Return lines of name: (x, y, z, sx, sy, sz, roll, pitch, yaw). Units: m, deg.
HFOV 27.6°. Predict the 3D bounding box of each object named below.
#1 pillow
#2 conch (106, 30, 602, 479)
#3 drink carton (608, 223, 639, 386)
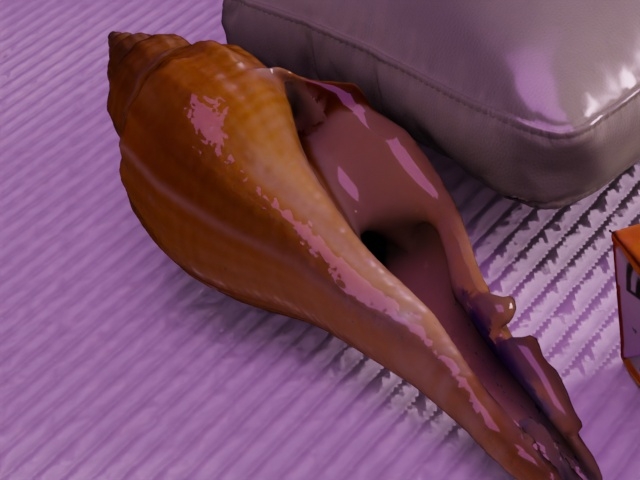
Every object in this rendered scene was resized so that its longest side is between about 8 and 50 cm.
pillow: (0.135, -0.150, 0.676, 0.322, 0.120, 0.255, -32, 44, -25)
conch: (-0.002, 0.004, 0.563, 0.109, 0.093, 0.330, -20, 57, -38)
drink carton: (0.232, 0.014, 0.493, 0.222, 0.071, 0.096, -18, 38, -8)
